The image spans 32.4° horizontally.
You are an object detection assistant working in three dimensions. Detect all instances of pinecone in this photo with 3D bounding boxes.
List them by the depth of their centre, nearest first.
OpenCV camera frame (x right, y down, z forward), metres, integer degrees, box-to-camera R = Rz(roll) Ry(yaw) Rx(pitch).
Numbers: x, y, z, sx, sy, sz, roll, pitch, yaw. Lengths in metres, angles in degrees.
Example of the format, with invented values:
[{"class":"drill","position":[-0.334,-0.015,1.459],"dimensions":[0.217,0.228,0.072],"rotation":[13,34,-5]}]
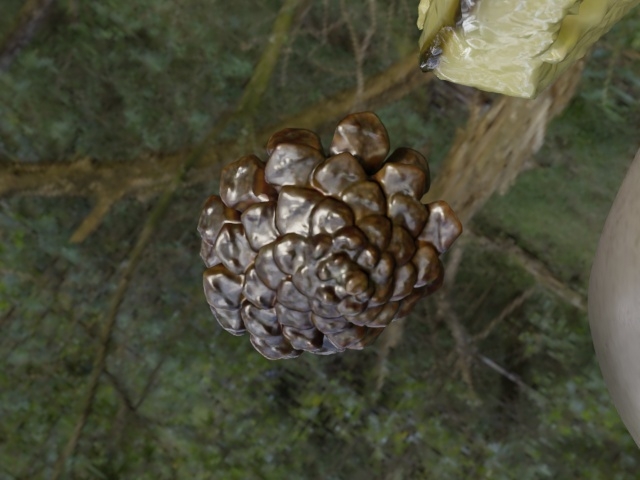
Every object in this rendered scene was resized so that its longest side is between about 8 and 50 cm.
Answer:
[{"class":"pinecone","position":[0.000,0.000,0.964],"dimensions":[0.202,0.229,0.201],"rotation":[62,-176,5]}]

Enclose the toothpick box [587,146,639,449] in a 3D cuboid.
[{"class":"toothpick box","position":[0.395,0.049,0.551],"dimensions":[0.425,0.409,0.409],"rotation":[39,172,31]}]

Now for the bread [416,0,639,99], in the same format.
[{"class":"bread","position":[0.092,-0.198,0.325],"dimensions":[0.198,0.236,0.263],"rotation":[39,160,8]}]
